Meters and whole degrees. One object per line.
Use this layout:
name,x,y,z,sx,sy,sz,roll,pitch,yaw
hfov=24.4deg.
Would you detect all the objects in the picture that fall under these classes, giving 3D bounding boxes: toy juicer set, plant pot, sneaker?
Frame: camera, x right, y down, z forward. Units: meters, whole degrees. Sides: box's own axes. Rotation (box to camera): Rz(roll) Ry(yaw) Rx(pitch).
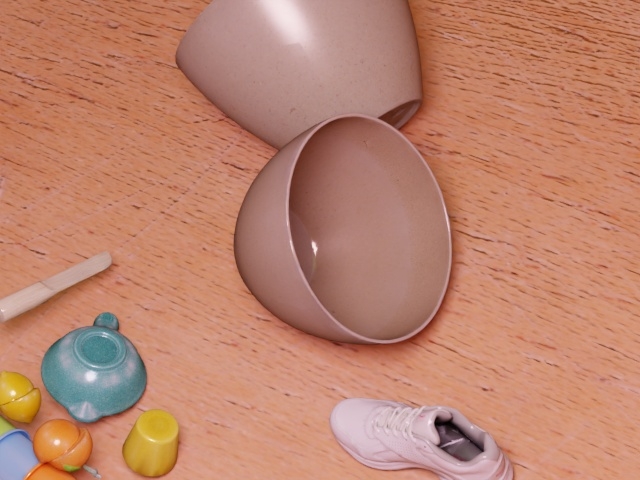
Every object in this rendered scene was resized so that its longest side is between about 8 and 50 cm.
toy juicer set,-0.319,0.166,1.863,0.209,0.089,0.329,-8,51,-26
plant pot,0.000,0.000,1.862,0.191,0.284,0.284,-14,44,45
sneaker,0.116,0.223,1.748,0.232,0.115,0.090,14,58,19

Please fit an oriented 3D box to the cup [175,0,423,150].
cup,0.005,-0.237,2.005,0.331,0.331,0.237,-32,80,-13

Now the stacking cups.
stacking cups,-0.371,0.284,1.805,0.316,0.096,0.096,34,66,27
